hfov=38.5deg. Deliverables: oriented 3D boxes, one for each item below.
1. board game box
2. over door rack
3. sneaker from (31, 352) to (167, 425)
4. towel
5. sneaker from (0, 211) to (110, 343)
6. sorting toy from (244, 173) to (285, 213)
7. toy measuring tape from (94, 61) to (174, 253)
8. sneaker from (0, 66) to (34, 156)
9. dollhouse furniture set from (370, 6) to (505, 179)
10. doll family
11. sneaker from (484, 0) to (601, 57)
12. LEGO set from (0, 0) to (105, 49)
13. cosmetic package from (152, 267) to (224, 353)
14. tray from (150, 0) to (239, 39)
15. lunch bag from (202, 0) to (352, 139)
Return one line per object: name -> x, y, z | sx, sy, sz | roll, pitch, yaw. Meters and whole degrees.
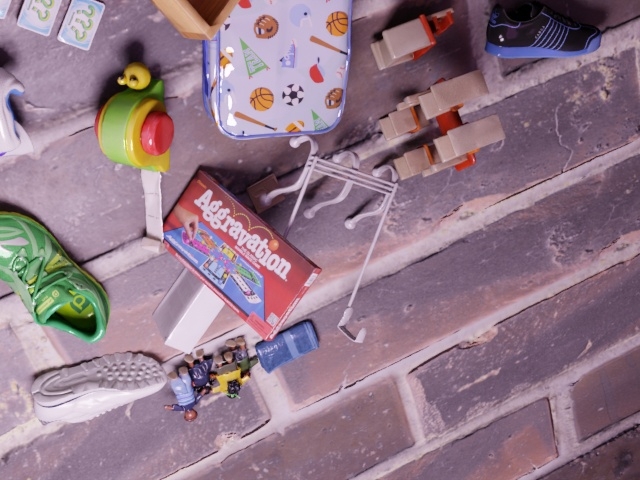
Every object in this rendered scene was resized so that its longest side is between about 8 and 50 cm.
board game box -> -0.140, 0.021, 1.504 | 0.145, 0.281, 0.027 | -55, 155, 9
over door rack -> 0.000, 0.000, 1.590 | 0.239, 0.108, 0.324 | 14, 89, -45
sneaker -> -0.391, 0.269, 1.633 | 0.235, 0.090, 0.095 | -8, 130, -15
towel -> -0.064, 0.204, 1.763 | 0.119, 0.029, 0.067 | -25, 122, -10
sneaker -> -0.443, 0.060, 1.469 | 0.109, 0.123, 0.295 | -45, 123, 4
sorting toy -> -0.108, -0.076, 1.609 | 0.083, 0.012, 0.062 | -30, 128, -11
toy measuring tape -> -0.293, -0.115, 1.445 | 0.121, 0.121, 0.330 | -7, 117, -20
sneaker -> -0.544, -0.114, 1.331 | 0.236, 0.130, 0.322 | 11, 105, -23
dollhouse furniture set -> 0.197, -0.241, 1.529 | 0.135, 0.262, 0.259 | -21, 90, -15
doll family -> -0.203, 0.264, 1.712 | 0.193, 0.076, 0.111 | -15, 125, -10
sneaker -> 0.405, -0.380, 1.634 | 0.232, 0.081, 0.090 | -8, 125, -18
LEGO set -> -0.366, -0.407, 1.305 | 0.182, 0.060, 0.244 | 17, 107, -33
cosmetic package -> -0.196, 0.072, 1.597 | 0.060, 0.099, 0.239 | 30, 102, -32
tray -> -0.119, -0.500, 1.254 | 0.203, 0.076, 0.411 | 45, 70, -41
lunch bag -> -0.077, -0.314, 1.444 | 0.243, 0.115, 0.303 | -5, 116, -15
